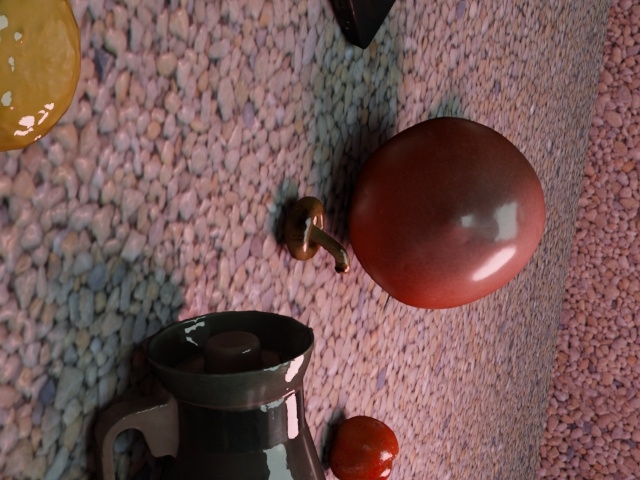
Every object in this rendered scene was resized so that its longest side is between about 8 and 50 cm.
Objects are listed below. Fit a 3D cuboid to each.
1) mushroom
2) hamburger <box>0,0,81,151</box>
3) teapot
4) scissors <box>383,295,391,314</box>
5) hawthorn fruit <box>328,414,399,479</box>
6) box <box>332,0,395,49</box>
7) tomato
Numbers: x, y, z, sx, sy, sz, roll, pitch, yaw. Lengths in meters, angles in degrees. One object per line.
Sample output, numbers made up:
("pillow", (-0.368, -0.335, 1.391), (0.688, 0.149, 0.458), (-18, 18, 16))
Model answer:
("mushroom", (-0.010, 0.004, 1.457), (0.129, 0.073, 0.088), (58, 24, -11))
("hamburger", (-0.269, -0.150, 0.811), (0.162, 0.115, 0.162), (-33, 129, -53))
("teapot", (-0.119, 0.281, 1.221), (0.300, 0.253, 0.344), (-12, 108, -29))
("scissors", (0.132, 0.100, 1.883), (0.083, 0.006, 0.036), (-68, 151, -19))
("hawthorn fruit", (0.075, 0.369, 1.763), (0.128, 0.128, 0.128), (-38, 134, -53))
("box", (0.080, -0.400, 1.483), (0.201, 0.042, 0.212), (-61, 157, -20))
("tomato", (0.203, -0.040, 1.605), (0.321, 0.321, 0.321), (-38, 134, -53))
